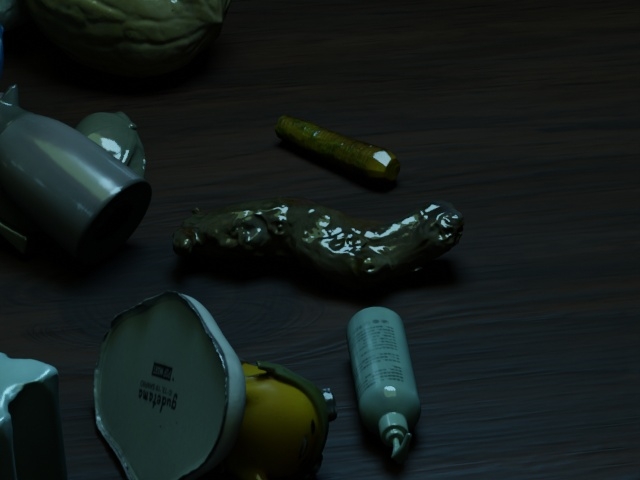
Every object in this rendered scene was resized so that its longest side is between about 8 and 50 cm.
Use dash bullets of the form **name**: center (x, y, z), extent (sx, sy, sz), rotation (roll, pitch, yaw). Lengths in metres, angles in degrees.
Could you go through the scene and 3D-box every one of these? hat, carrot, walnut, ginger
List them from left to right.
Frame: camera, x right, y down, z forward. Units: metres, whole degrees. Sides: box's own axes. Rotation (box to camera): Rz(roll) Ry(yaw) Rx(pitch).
- **hat**: center (-0.270, -0.073, 1.869), extent (0.175, 0.085, 0.147), rotation (-14, 34, -22)
- **walnut**: center (-0.228, -0.304, 2.137), extent (0.261, 0.225, 0.225), rotation (25, 38, 18)
- **ginger**: center (-0.002, 0.000, 1.765), extent (0.290, 0.084, 0.122), rotation (2, 9, 12)
- **carrot**: center (0.015, -0.101, 1.950), extent (0.170, 0.042, 0.042), rotation (25, 40, 36)

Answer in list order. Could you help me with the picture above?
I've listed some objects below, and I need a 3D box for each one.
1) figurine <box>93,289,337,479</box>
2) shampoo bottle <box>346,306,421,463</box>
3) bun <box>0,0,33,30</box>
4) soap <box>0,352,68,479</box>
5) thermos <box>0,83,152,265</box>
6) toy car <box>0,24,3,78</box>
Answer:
- **figurine**: center (-0.081, 0.131, 1.504), extent (0.141, 0.167, 0.250), rotation (9, 10, -31)
- **shampoo bottle**: center (0.057, 0.131, 1.551), extent (0.056, 0.056, 0.195), rotation (-3, 32, -3)
- **bun**: center (-0.457, -0.403, 2.270), extent (0.352, 0.227, 0.349), rotation (-7, 26, -5)
- **soap**: center (-0.257, 0.198, 1.248), extent (0.159, 0.265, 0.087), rotation (12, 34, 19)
- **thermos**: center (-0.283, -0.059, 1.793), extent (0.193, 0.137, 0.105), rotation (37, 15, 15)
- **toy car**: center (-0.477, -0.228, 2.040), extent (0.255, 0.189, 0.190), rotation (0, 23, 8)
